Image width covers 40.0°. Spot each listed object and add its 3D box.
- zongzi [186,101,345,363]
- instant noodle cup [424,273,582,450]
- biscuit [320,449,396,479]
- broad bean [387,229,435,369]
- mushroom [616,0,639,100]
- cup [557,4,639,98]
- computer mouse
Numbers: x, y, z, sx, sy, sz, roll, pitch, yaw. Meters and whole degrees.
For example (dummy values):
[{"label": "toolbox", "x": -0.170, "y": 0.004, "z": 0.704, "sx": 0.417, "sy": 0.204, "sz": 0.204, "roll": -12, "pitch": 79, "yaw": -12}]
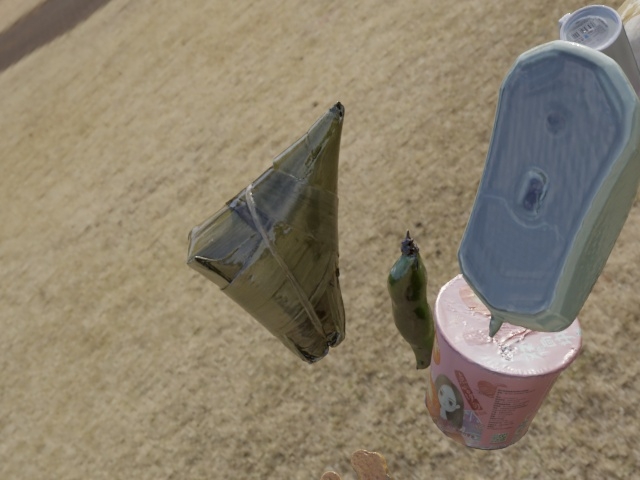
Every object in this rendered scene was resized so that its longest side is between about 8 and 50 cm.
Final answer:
[{"label": "zongzi", "x": 0.000, "y": 0.000, "z": 0.721, "sx": 0.176, "sy": 0.160, "sz": 0.078, "roll": -42, "pitch": 26, "yaw": 8}, {"label": "instant noodle cup", "x": 0.293, "y": 0.209, "z": 1.490, "sx": 0.243, "sy": 0.231, "sz": 0.243, "roll": 4, "pitch": 43, "yaw": -3}, {"label": "biscuit", "x": 0.099, "y": 0.485, "z": 1.540, "sx": 0.144, "sy": 0.040, "sz": 0.236, "roll": -40, "pitch": 61, "yaw": 8}, {"label": "broad bean", "x": 0.169, "y": 0.120, "z": 1.647, "sx": 0.077, "sy": 0.339, "sz": 0.061, "roll": -4, "pitch": 41, "yaw": 10}, {"label": "mushroom", "x": 0.516, "y": -0.283, "z": 1.291, "sx": 0.253, "sy": 0.195, "sz": 0.189, "roll": -49, "pitch": 18, "yaw": -8}, {"label": "cup", "x": 0.287, "y": -0.197, "z": 0.933, "sx": 0.074, "sy": 0.116, "sz": 0.104, "roll": -38, "pitch": 53, "yaw": 6}, {"label": "computer mouse", "x": 0.133, "y": -0.022, "z": 0.500, "sx": 0.089, "sy": 0.056, "sz": 0.181, "roll": 38, "pitch": 125, "yaw": 41}]
